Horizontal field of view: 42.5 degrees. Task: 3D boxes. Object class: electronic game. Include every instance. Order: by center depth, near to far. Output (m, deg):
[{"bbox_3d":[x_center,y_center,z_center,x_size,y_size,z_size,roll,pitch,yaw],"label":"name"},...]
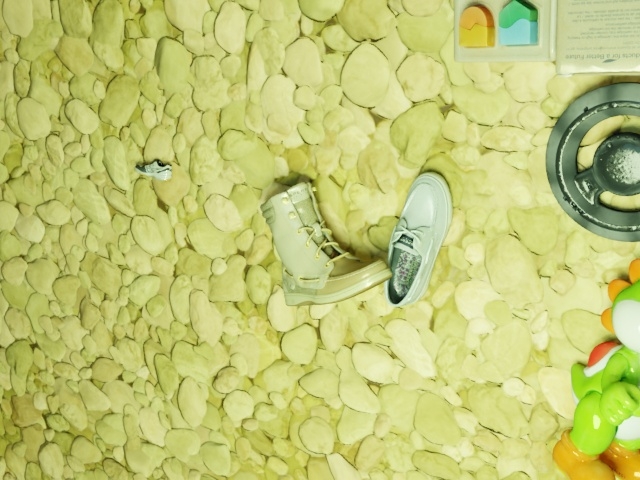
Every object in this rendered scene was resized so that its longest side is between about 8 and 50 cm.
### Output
[{"bbox_3d":[0.429,-0.107,1.153,0.229,0.048,0.229,14,116,31],"label":"electronic game"}]

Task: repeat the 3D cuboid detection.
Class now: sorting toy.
[{"bbox_3d":[0.248,-0.346,1.144,0.208,0.038,0.192,18,114,56],"label":"sorting toy"}]

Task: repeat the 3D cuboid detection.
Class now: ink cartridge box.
[{"bbox_3d":[0.412,-0.299,0.993,0.235,0.088,0.193,6,107,27],"label":"ink cartridge box"}]

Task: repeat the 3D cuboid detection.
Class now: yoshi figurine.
[{"bbox_3d":[0.472,0.195,1.138,0.203,0.203,0.362,16,109,8],"label":"yoshi figurine"}]

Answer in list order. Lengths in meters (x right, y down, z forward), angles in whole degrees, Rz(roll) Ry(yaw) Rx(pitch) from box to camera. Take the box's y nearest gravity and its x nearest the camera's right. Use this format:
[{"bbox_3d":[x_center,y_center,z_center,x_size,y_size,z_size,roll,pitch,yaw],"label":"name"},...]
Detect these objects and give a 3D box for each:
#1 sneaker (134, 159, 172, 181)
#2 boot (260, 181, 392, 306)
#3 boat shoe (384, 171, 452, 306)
[{"bbox_3d":[-0.318,-0.138,1.579,0.083,0.032,0.036,15,96,20],"label":"sneaker"},{"bbox_3d":[0.000,0.000,1.369,0.262,0.095,0.203,-13,94,57],"label":"boot"},{"bbox_3d":[0.152,0.005,1.318,0.079,0.081,0.227,20,112,24],"label":"boat shoe"}]
